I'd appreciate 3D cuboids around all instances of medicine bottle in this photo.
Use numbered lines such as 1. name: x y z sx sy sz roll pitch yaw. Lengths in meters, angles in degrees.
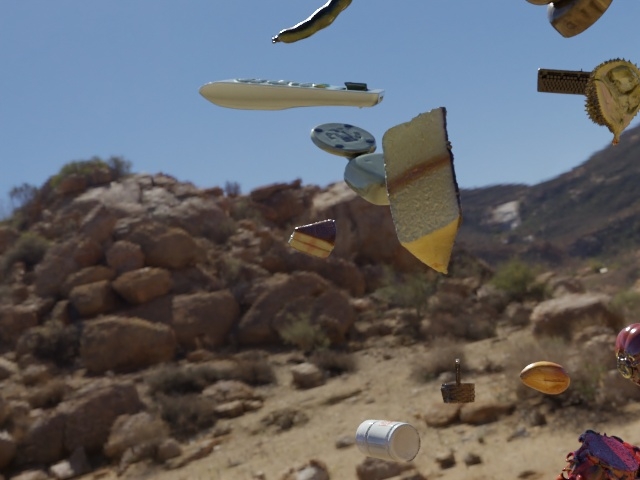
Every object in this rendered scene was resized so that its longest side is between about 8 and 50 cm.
1. medicine bottle: 0.099 0.295 1.250 0.057 0.057 0.089 -10 -1 -34

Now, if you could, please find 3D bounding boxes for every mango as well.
1. mango: 0.412 0.253 1.558 0.089 0.060 0.046 2 10 8

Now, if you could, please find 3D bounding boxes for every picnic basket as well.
1. picnic basket: 0.259 0.266 1.600 0.072 0.083 0.072 0 -8 0

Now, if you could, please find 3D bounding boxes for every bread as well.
1. bread: 0.000 0.000 1.495 0.109 0.062 0.043 -19 -32 -46
2. bread: 0.211 -0.081 1.474 0.135 0.240 0.178 -23 -35 27

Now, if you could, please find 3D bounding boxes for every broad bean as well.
1. broad bean: -0.008 -0.496 1.882 0.227 0.069 0.039 -31 -35 1

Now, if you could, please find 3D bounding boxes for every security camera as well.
1. security camera: 0.091 -0.179 1.927 0.157 0.301 0.080 -14 -49 -33

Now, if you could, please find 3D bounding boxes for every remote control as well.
1. remote control: -0.046 -0.235 1.374 0.293 0.051 0.103 3 14 11

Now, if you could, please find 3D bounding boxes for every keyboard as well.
1. keyboard: 0.713 -0.433 2.329 0.230 0.025 0.093 7 -37 18

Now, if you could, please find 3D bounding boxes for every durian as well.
1. durian: 0.671 -0.319 1.937 0.146 0.208 0.102 -17 22 -12

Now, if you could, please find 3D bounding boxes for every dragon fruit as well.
1. dragon fruit: 0.465 0.410 1.440 0.208 0.150 0.133 -40 31 -11

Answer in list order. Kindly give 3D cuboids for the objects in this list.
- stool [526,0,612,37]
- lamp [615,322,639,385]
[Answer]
1. stool: 0.604 -0.676 2.186 0.264 0.179 0.179 37 -31 -18
2. lamp: 0.476 0.168 1.236 0.090 0.101 0.101 -25 -5 -14
